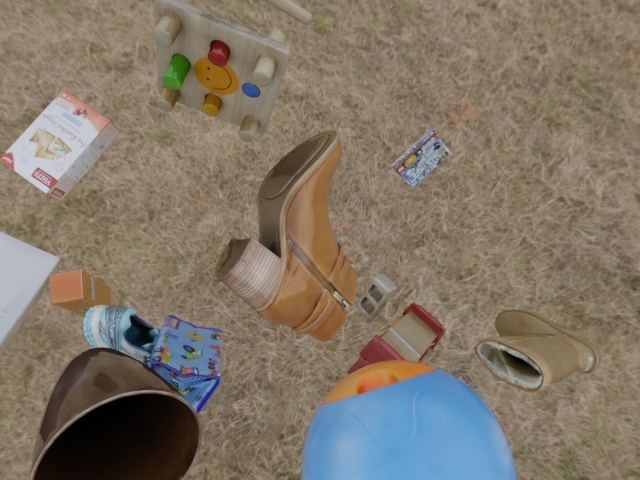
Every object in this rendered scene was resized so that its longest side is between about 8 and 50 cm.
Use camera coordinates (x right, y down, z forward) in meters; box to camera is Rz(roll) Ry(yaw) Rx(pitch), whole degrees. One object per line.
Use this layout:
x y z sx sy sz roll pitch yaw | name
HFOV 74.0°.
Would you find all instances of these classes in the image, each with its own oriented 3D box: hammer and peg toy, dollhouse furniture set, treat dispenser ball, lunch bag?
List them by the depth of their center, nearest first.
0.118 0.316 0.595 0.288 0.288 0.288 0 76 -1 | treat dispenser ball
-0.186 -0.358 0.821 0.265 0.361 0.127 19 63 -11 | hammer and peg toy
-0.320 0.344 0.890 0.138 0.221 0.293 21 98 -16 | lunch bag
0.101 0.185 1.064 0.374 0.152 0.201 43 40 21 | dollhouse furniture set

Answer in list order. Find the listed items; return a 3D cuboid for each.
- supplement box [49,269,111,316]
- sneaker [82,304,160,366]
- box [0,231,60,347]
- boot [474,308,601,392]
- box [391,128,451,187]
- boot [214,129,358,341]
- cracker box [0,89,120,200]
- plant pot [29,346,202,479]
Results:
-0.617 0.143 1.108 0.078 0.233 0.080 -10 76 -12 | supplement box
-0.417 0.255 0.979 0.122 0.283 0.110 -8 44 12 | sneaker
-0.773 0.178 0.945 0.168 0.215 0.345 32 34 -23 | box
0.397 0.205 0.850 0.269 0.236 0.089 4 98 -37 | boot
0.264 -0.213 1.115 0.137 0.094 0.027 -42 42 14 | box
0.000 0.000 0.642 0.220 0.109 0.284 40 68 -33 | boot
-0.640 -0.236 1.051 0.155 0.067 0.232 33 80 7 | cracker box
-0.329 0.268 0.656 0.215 0.215 0.230 -51 39 -12 | plant pot
